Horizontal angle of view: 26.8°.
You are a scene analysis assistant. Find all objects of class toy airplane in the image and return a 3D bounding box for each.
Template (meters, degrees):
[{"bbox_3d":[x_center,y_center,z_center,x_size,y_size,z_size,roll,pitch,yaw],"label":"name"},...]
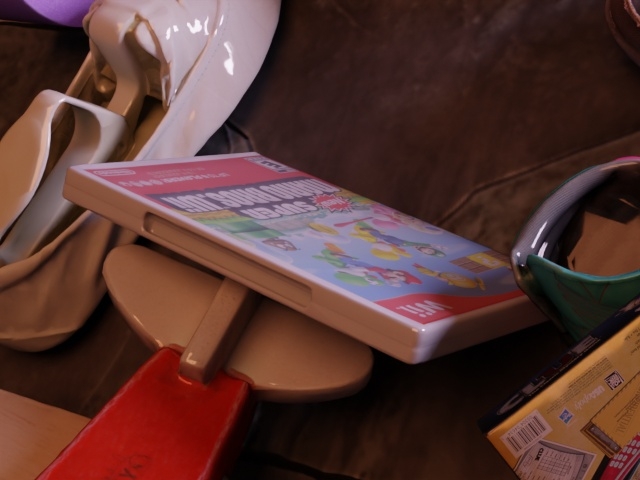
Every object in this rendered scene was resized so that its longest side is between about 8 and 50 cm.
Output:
[{"bbox_3d":[-0.122,0.190,0.820,0.384,0.272,0.386,-8,42,-24],"label":"toy airplane"}]

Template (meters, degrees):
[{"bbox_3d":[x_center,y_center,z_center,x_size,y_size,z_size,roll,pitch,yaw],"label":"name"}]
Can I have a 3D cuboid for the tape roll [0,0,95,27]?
[{"bbox_3d":[-0.222,-0.314,1.087,0.090,0.275,0.275,9,68,28],"label":"tape roll"}]

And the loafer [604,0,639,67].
[{"bbox_3d":[0.353,-0.150,0.838,0.365,0.130,0.134,15,71,29],"label":"loafer"}]

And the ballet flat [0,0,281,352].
[{"bbox_3d":[-0.156,-0.102,1.035,0.139,0.139,0.400,21,74,31],"label":"ballet flat"}]

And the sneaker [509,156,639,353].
[{"bbox_3d":[0.178,0.075,0.767,0.123,0.178,0.296,-5,63,21],"label":"sneaker"}]

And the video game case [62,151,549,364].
[{"bbox_3d":[0.000,0.000,0.884,0.285,0.204,0.025,24,109,31],"label":"video game case"}]

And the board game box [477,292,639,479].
[{"bbox_3d":[0.225,0.083,0.676,0.243,0.042,0.165,-38,91,3],"label":"board game box"}]
